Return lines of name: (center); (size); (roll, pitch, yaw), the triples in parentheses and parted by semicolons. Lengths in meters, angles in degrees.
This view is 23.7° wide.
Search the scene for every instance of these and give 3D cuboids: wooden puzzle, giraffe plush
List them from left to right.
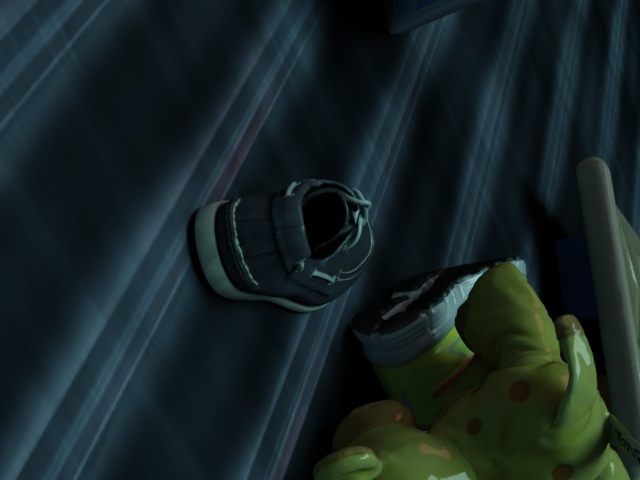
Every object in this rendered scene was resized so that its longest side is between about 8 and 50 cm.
giraffe plush: (0.081, 0.133, 0.882); (0.210, 0.170, 0.181); (-138, -155, -80)
wooden puzzle: (0.307, 0.129, 1.537); (0.348, 0.080, 0.322); (48, 34, -57)

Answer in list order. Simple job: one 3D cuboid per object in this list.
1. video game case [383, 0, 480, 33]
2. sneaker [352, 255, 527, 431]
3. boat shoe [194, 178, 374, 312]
video game case: (0.076, -0.260, 1.108); (0.212, 0.023, 0.193); (177, -97, -73)
sneaker: (0.090, 0.071, 1.048); (0.208, 0.081, 0.094); (-26, 101, -56)
boat shoe: (0.000, 0.000, 0.885); (0.206, 0.065, 0.075); (-2, 78, -68)
